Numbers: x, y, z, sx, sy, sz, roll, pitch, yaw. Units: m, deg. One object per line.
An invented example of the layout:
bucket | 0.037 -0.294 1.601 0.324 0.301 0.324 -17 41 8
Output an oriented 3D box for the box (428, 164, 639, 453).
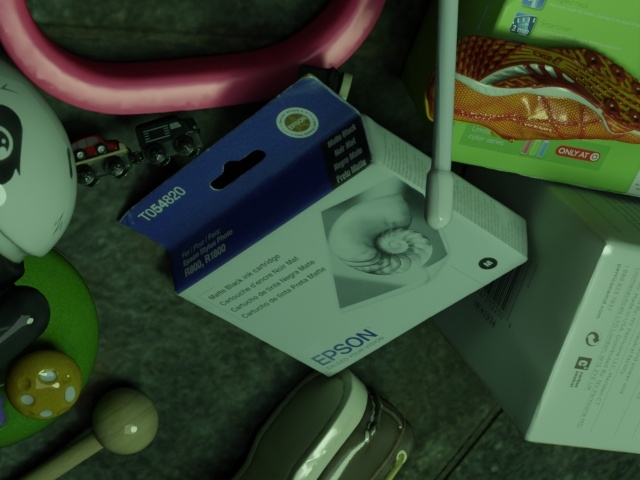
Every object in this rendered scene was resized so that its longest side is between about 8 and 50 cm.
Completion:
box | 0.289 0.053 1.263 0.345 0.215 0.168 10 112 -25

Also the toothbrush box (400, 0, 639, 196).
toothbrush box | 0.210 -0.187 1.129 0.206 0.122 0.283 8 124 -20

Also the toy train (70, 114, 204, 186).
toy train | -0.162 -0.058 1.116 0.158 0.027 0.036 -16 87 4

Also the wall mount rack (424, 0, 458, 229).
wall mount rack | 0.189 -0.159 0.986 0.350 0.130 0.304 3 125 -15

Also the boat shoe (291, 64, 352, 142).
boat shoe | -0.012 -0.082 1.141 0.042 0.049 0.133 15 147 -5

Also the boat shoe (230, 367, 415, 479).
boat shoe | -0.053 0.252 1.287 0.096 0.116 0.324 39 91 -29

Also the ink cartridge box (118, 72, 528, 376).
ink cartridge box | 0.000 0.000 1.160 0.224 0.045 0.223 31 133 -30

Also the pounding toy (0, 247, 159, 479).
pounding toy | -0.230 0.115 1.149 0.183 0.110 0.237 -32 122 -4

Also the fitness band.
fitness band | -0.089 -0.192 1.086 0.291 0.054 0.209 -7 118 -17

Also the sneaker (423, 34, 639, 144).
sneaker | 0.153 -0.097 1.079 0.175 0.064 0.067 12 144 -16

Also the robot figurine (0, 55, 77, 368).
robot figurine | -0.292 -0.010 1.023 0.278 0.173 0.209 -37 122 0
